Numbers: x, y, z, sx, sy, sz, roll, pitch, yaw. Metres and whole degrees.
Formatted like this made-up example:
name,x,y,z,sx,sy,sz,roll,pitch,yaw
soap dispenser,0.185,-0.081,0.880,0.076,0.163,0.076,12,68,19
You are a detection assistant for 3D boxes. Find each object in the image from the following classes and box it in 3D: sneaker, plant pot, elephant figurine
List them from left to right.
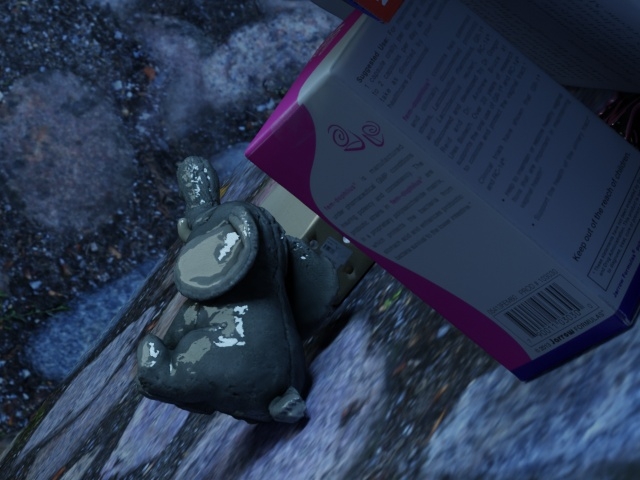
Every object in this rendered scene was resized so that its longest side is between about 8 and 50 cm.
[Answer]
name,x,y,z,sx,sy,sz,roll,pitch,yaw
elephant figurine,-0.073,0.036,1.447,0.169,0.186,0.239,79,-156,-77
plant pot,0.000,0.000,1.556,0.109,0.109,0.096,-50,23,9
sneaker,0.193,-0.061,1.069,0.119,0.047,0.057,-51,21,14

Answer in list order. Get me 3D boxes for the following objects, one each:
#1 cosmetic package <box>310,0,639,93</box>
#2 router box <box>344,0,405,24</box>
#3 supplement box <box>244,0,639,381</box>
name,x,y,z,sx,sy,sz,roll,pitch,yaw
cosmetic package,0.121,-0.222,1.076,0.161,0.230,0.453,-62,26,-5
router box,0.023,-0.311,0.949,0.301,0.082,0.335,-56,32,6
supplement box,0.085,-0.038,0.943,0.111,0.220,0.114,-38,17,53
